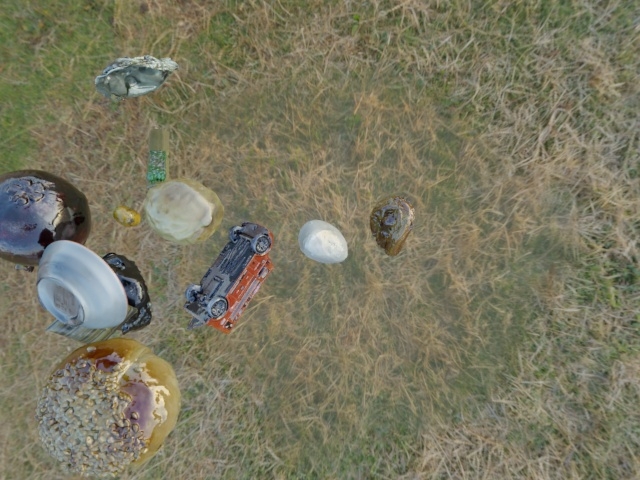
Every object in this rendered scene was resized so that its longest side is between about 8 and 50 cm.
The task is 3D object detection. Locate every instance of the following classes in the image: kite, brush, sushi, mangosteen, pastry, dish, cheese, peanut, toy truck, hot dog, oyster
[{"bbox_3d":[-0.414,0.272,1.536,0.189,0.232,0.009,-34,62,-4],"label":"kite"},{"bbox_3d":[-0.422,-0.226,1.087,0.054,0.282,0.048,-2,131,-18],"label":"brush"},{"bbox_3d":[-0.902,0.254,1.763,0.328,0.285,0.328,39,130,30],"label":"sushi"},{"bbox_3d":[-0.829,-0.056,1.233,0.298,0.293,0.296,-1,56,1],"label":"mangosteen"},{"bbox_3d":[-0.629,0.492,1.244,0.410,0.245,0.409,0,82,3],"label":"pastry"},{"bbox_3d":[-0.607,0.132,1.025,0.261,0.085,0.260,10,121,17],"label":"dish"},{"bbox_3d":[0.000,0.000,1.680,0.198,0.189,0.154,21,94,-31],"label":"cheese"},{"bbox_3d":[-0.293,-0.063,0.893,0.159,0.109,0.140,33,81,-19],"label":"peanut"},{"bbox_3d":[-0.196,0.082,0.973,0.108,0.114,0.252,20,70,40],"label":"toy truck"},{"bbox_3d":[0.227,-0.041,1.343,0.099,0.226,0.160,-17,55,-13],"label":"hot dog"},{"bbox_3d":[-0.499,-0.461,1.155,0.252,0.199,0.087,-43,94,-17],"label":"oyster"}]

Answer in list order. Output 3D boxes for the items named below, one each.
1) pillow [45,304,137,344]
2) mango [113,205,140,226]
[{"bbox_3d":[-0.797,0.278,1.477,0.208,0.212,0.052,-46,49,-5],"label":"pillow"},{"bbox_3d":[-0.586,-0.073,1.267,0.079,0.114,0.057,25,83,-28],"label":"mango"}]
